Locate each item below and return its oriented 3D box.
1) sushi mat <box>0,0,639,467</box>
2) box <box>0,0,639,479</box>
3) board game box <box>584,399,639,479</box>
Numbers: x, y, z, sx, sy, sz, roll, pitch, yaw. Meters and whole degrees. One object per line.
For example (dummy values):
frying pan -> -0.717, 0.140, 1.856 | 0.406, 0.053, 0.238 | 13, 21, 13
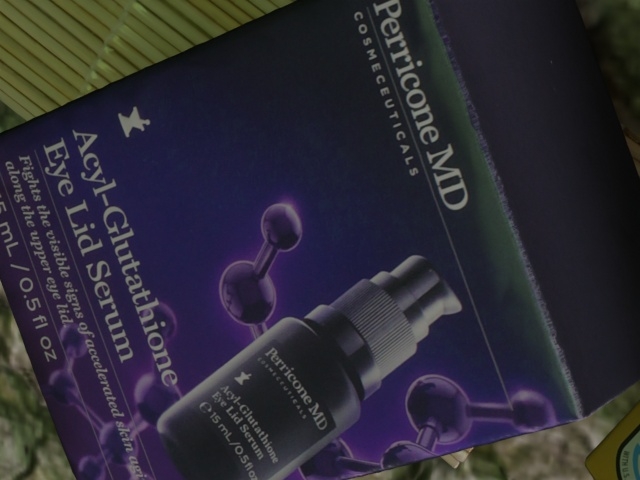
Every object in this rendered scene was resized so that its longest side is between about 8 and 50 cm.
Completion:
sushi mat -> -0.029, -0.061, 0.667 | 0.316, 0.019, 0.151 | 38, 118, 17
box -> 0.000, 0.000, 0.588 | 0.207, 0.108, 0.153 | -21, 91, 33
board game box -> 0.244, 0.048, 0.455 | 0.316, 0.064, 0.242 | -54, 49, 27
